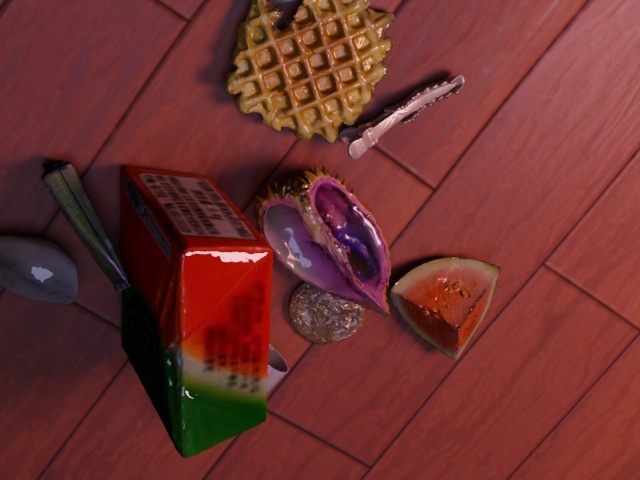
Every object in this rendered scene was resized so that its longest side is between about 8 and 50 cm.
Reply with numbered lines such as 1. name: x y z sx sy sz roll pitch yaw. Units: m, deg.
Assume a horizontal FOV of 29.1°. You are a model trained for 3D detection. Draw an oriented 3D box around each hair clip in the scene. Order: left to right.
1. hair clip: 0.129 -0.208 1.988 0.226 0.072 0.034 -34 122 -4

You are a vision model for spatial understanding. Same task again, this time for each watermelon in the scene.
1. watermelon: 0.205 0.104 2.119 0.145 0.137 0.193 27 110 17

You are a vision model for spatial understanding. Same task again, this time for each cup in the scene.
1. cup: -0.143 0.229 2.097 0.136 0.099 0.133 30 108 -41

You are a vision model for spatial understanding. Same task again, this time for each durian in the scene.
1. durian: -0.004 -0.006 2.012 0.187 0.153 0.260 -12 120 19

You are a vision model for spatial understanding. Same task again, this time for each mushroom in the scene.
1. mushroom: -0.496 0.038 1.960 0.225 0.093 0.116 19 130 -22

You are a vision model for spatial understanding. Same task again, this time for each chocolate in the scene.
1. chocolate: -0.199 0.096 1.902 0.162 0.360 0.341 -6 115 -22

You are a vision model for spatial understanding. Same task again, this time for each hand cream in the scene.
1. hand cream: -0.366 -0.025 1.939 0.055 0.086 0.235 -32 94 -21

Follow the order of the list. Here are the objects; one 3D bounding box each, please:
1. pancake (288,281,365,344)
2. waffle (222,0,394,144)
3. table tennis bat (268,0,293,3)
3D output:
1. pancake: 0.013 0.118 2.123 0.140 0.022 0.139 -3 114 -8
2. waffle: -0.013 -0.285 1.921 0.250 0.056 0.261 19 104 -17
3. table tennis bat: -0.035 -0.417 1.856 0.155 0.019 0.100 -24 83 2
